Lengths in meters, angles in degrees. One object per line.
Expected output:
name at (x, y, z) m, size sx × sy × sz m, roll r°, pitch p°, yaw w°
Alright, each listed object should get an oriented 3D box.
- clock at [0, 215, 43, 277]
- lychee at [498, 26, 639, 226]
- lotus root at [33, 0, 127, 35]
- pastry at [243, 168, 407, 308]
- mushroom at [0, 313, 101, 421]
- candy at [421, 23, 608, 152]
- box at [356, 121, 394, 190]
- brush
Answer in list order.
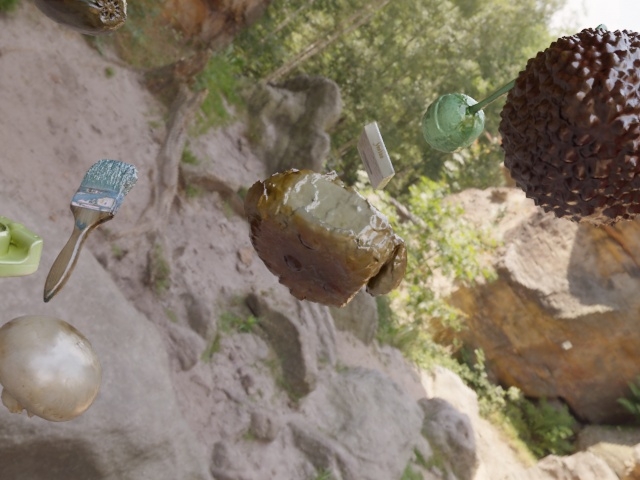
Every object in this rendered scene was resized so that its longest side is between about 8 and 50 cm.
clock at (-0.767, 0.001, 1.345) m, size 0.235 × 0.096 × 0.308 m, roll 22°, pitch 11°, yaw 35°
lychee at (0.337, -0.148, 0.791) m, size 0.271 × 0.271 × 0.271 m, roll 51°, pitch 16°, yaw -22°
lotus root at (-0.497, -0.495, 1.325) m, size 0.241 × 0.124 × 0.123 m, roll 26°, pitch -5°, yaw 28°
pastry at (0.000, 0.000, 0.839) m, size 0.229 × 0.218 × 0.100 m, roll 48°, pitch 59°, yaw -14°
mushroom at (-0.530, 0.246, 1.230) m, size 0.226 × 0.178 × 0.226 m, roll 52°, pitch 8°, yaw -10°
candy at (0.341, -0.277, 1.182) m, size 0.119 × 0.440 × 0.119 m, roll 8°, pitch 72°, yaw -26°
box at (0.091, -0.137, 1.089) m, size 0.167 × 0.024 × 0.090 m, roll 99°, pitch -30°, yaw -88°
brush at (-0.284, -0.013, 0.774) m, size 0.021 × 0.070 × 0.196 m, roll 70°, pitch 35°, yaw -61°
